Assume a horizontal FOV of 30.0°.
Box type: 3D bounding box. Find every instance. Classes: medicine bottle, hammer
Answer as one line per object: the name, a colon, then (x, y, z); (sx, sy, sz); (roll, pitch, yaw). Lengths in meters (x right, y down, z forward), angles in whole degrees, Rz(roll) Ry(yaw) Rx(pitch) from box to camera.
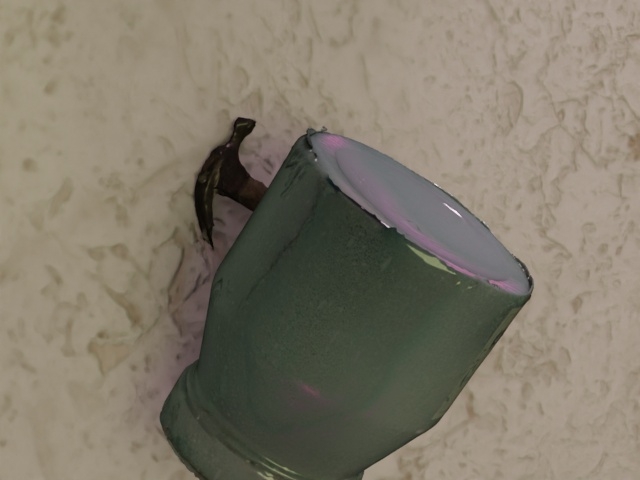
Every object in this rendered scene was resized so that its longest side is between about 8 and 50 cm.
medicine bottle: (0.010, 0.084, 1.054); (0.245, 0.245, 0.290); (24, 109, -32)
hammer: (0.001, 0.000, 1.179); (0.297, 0.027, 0.125); (32, 84, -32)
